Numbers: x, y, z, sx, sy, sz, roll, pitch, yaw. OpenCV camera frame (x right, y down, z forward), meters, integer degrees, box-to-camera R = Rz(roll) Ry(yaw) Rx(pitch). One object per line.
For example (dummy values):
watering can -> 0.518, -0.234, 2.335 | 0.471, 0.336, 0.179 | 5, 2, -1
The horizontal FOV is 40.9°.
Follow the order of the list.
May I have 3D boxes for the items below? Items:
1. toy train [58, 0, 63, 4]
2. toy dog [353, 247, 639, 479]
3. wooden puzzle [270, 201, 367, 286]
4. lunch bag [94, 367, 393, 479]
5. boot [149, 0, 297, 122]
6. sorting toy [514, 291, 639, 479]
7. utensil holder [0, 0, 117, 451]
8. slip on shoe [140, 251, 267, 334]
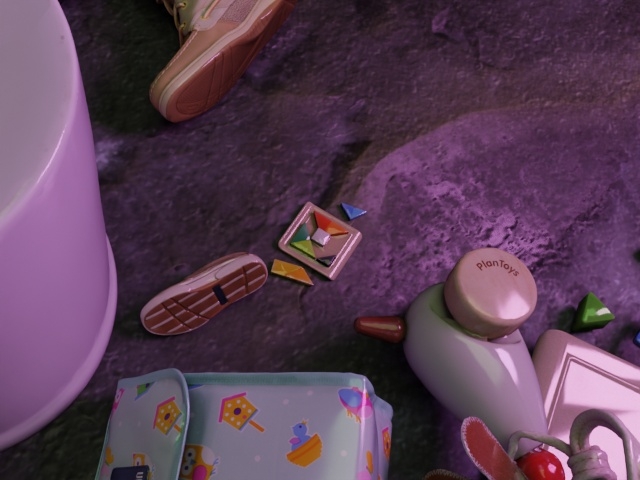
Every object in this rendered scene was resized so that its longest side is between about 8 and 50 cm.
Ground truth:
toy train -> -0.406, -0.369, 0.951 | 0.334, 0.142, 0.190 | 32, 74, 4
toy dog -> 0.132, 0.162, 0.782 | 0.161, 0.220, 0.333 | -6, 42, -14
wooden puzzle -> 0.000, 0.000, 0.928 | 0.079, 0.014, 0.116 | 26, 63, 1
lunch bag -> -0.080, 0.227, 0.731 | 0.263, 0.160, 0.223 | 1, 68, 14
boot -> -0.164, -0.268, 0.970 | 0.203, 0.095, 0.262 | 33, 62, 4
sorting toy -> 0.289, 0.209, 0.877 | 0.196, 0.047, 0.347 | 24, 63, 5
utensil holder -> -0.331, -0.019, 0.665 | 0.328, 0.385, 0.327 | 4, 66, -9
slip on shoe -> -0.120, 0.050, 0.869 | 0.135, 0.051, 0.041 | -30, 35, -14
